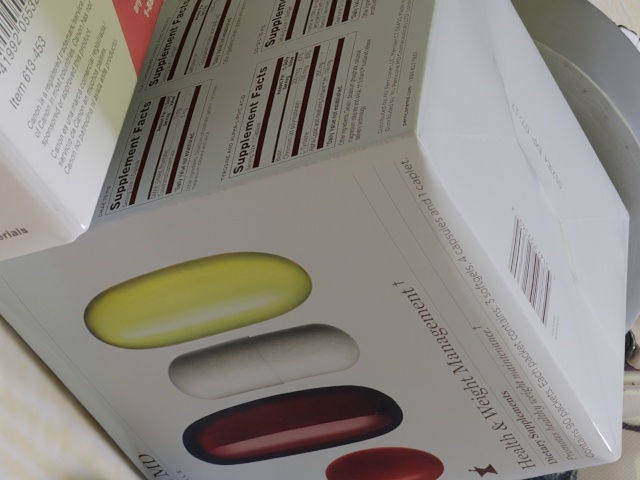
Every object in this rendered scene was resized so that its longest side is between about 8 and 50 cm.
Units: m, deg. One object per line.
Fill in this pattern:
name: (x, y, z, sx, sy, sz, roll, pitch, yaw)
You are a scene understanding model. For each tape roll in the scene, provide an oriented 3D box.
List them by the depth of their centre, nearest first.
tape roll: (0.063, -0.026, 0.830, 0.219, 0.219, 0.072, 64, 27, -21)

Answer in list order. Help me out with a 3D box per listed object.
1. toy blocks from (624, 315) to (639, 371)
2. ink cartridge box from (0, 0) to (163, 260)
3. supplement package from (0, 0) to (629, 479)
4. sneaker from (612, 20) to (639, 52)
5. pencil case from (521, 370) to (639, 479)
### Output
toy blocks: (0.290, 0.255, 1.186, 0.309, 0.260, 0.288, 21, 24, -32)
ink cartridge box: (-0.161, -0.127, 0.569, 0.237, 0.100, 0.172, 55, 32, -37)
supplement package: (0.000, 0.000, 0.707, 0.194, 0.203, 0.149, 54, 33, -35)
sneaker: (0.199, -0.133, 1.341, 0.208, 0.081, 0.094, 18, 67, -53)
pencil case: (0.130, 0.279, 0.864, 0.160, 0.183, 0.410, 71, 14, -68)
